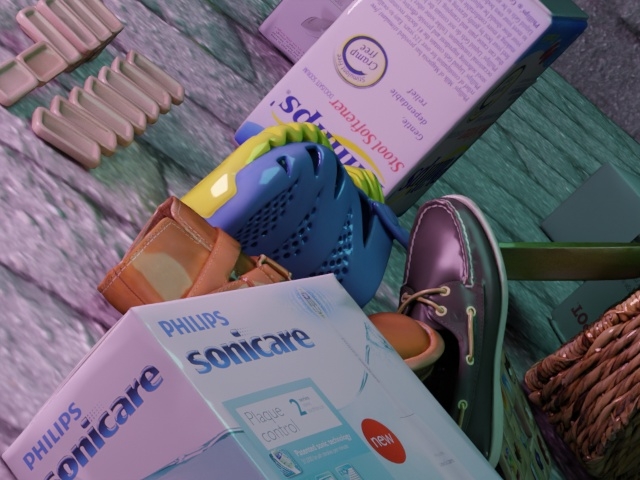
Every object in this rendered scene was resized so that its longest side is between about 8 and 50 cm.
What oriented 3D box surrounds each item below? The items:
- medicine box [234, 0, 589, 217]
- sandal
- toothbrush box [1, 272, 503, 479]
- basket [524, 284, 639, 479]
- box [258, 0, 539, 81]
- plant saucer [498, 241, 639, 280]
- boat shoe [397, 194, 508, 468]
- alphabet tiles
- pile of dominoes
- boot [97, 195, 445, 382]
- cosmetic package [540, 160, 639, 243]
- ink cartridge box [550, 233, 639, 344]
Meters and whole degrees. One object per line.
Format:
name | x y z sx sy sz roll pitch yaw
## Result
medicine box | 0.093 -0.157 1.713 0.149 0.289 0.263 45 16 6
sandal | 0.000 0.000 1.396 0.138 0.126 0.317 57 18 19
toothbrush box | 0.009 0.171 0.947 0.295 0.126 0.216 50 24 18
basket | 0.335 0.075 1.723 0.213 0.299 0.223 35 19 -49
box | 0.102 -0.237 2.001 0.262 0.231 0.127 40 51 -6
plant saucer | 0.244 0.022 1.885 0.241 0.241 0.037 -4 93 -70
boat shoe | 0.096 0.073 1.381 0.068 0.081 0.228 9 74 -51
alphabet tiles | 0.145 0.116 1.525 0.237 0.009 0.198 66 15 -6
pile of dominoes | -0.218 -0.141 1.393 0.196 0.040 0.251 45 24 -4
boot | -0.036 0.058 1.235 0.220 0.109 0.283 41 23 -2
cosmetic package | 0.453 0.030 2.450 0.224 0.138 0.224 53 19 25
ink cartridge box | 0.437 0.075 1.980 0.129 0.307 0.223 37 18 -36
